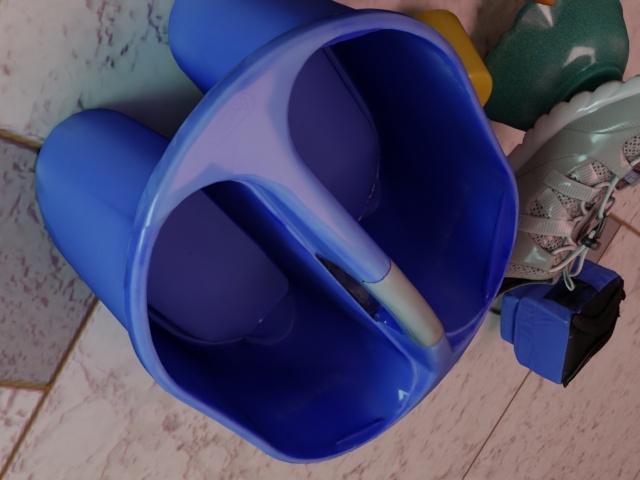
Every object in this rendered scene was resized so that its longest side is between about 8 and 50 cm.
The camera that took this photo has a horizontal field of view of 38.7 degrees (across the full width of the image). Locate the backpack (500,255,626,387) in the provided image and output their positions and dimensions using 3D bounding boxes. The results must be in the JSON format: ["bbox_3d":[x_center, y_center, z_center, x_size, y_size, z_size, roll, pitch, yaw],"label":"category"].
[{"bbox_3d":[0.251,0.068,0.937,0.120,0.101,0.098,-30,138,-34],"label":"backpack"}]

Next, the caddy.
[{"bbox_3d":[0.000,0.000,0.557,0.241,0.179,0.341,-49,142,-5],"label":"caddy"}]

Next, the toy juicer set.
[{"bbox_3d":[0.207,-0.163,0.702,0.329,0.089,0.209,6,133,-45],"label":"toy juicer set"}]

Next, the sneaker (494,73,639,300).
[{"bbox_3d":[0.186,-0.020,0.699,0.281,0.115,0.105,-39,152,31],"label":"sneaker"}]
